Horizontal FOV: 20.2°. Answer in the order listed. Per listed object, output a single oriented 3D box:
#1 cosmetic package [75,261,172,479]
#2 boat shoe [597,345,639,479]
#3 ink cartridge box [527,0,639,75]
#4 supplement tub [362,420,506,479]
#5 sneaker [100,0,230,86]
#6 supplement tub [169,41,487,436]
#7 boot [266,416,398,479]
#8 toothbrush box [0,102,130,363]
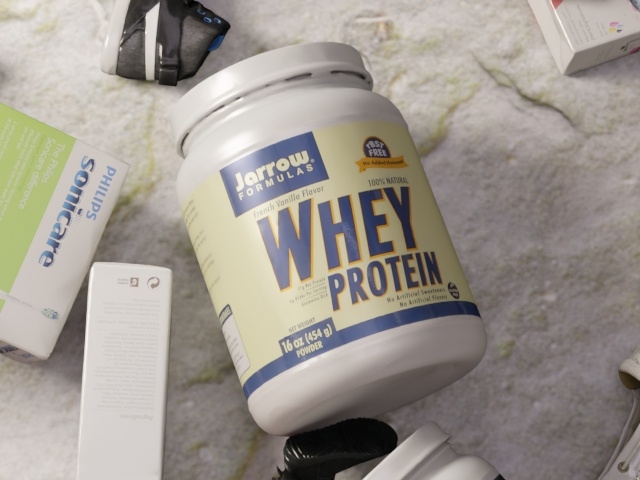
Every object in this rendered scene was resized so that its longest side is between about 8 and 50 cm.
[{"bbox_3d":[-0.186,0.148,1.712,0.085,0.117,0.231,4,71,-3],"label":"cosmetic package"},{"bbox_3d":[0.341,0.137,1.770,0.096,0.098,0.277,21,73,1],"label":"boat shoe"},{"bbox_3d":[0.329,-0.264,1.910,0.198,0.067,0.115,-19,74,-11],"label":"ink cartridge box"},{"bbox_3d":[0.135,0.320,1.645,0.191,0.191,0.272,-41,80,-15],"label":"supplement tub"},{"bbox_3d":[-0.146,-0.261,1.868,0.121,0.079,0.217,14,80,-4],"label":"sneaker"},{"bbox_3d":[0.000,0.000,1.711,0.235,0.235,0.325,-18,75,-10],"label":"supplement tub"},{"bbox_3d":[0.008,0.220,1.716,0.121,0.099,0.045,-8,47,-21],"label":"boot"},{"bbox_3d":[-0.355,-0.033,1.703,0.283,0.122,0.206,25,76,-15],"label":"toothbrush box"}]
